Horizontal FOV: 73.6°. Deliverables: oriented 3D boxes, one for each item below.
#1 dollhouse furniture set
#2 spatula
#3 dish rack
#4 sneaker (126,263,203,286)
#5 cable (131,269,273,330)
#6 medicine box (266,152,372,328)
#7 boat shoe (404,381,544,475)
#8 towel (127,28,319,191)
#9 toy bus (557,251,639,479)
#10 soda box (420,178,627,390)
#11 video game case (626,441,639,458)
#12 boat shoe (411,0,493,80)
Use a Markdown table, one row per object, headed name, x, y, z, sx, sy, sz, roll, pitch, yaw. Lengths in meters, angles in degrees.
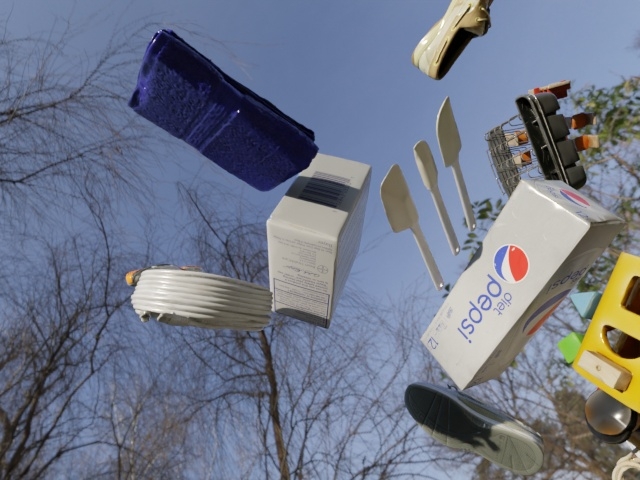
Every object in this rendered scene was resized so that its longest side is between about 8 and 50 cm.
| name | x | y | z | sx | sy | sz | roll | pitch | yaw |
| --- | --- | --- | --- | --- | --- | --- | --- | --- | --- |
| dollhouse furniture set | 0.759 | -0.377 | 1.399 | 0.261 | 0.135 | 0.259 | -15 | -75 | 5 |
| spatula | 0.159 | -0.044 | 0.584 | 0.168 | 0.019 | 0.242 | -56 | -43 | -22 |
| dish rack | 0.421 | -0.171 | 0.897 | 0.074 | 0.271 | 0.209 | -18 | -92 | -7 |
| sneaker | -0.430 | 0.134 | 1.224 | 0.099 | 0.121 | 0.262 | -13 | -11 | 27 |
| cable | -0.218 | 0.114 | 0.807 | 0.257 | 0.257 | 0.089 | 13 | -102 | -32 |
| medicine box | 0.000 | 0.000 | 0.971 | 0.264 | 0.149 | 0.289 | -63 | -16 | -44 |
| boat shoe | 0.355 | 0.425 | 1.011 | 0.103 | 0.320 | 0.118 | -8 | -70 | -59 |
| towel | -0.171 | -0.213 | 0.757 | 0.308 | 0.227 | 0.076 | 33 | -114 | -24 |
| toy bus | 0.276 | 0.110 | 0.364 | 0.104 | 0.202 | 0.191 | 14 | -35 | -18 |
| soda box | 0.249 | 0.066 | 0.563 | 0.091 | 0.098 | 0.286 | -4 | -51 | -33 |
| video game case | 0.896 | 0.593 | 1.119 | 0.119 | 0.166 | 0.015 | 11 | -58 | -19 |
| boat shoe | 0.159 | -0.235 | 0.460 | 0.050 | 0.045 | 0.135 | -9 | -33 | -47 |
